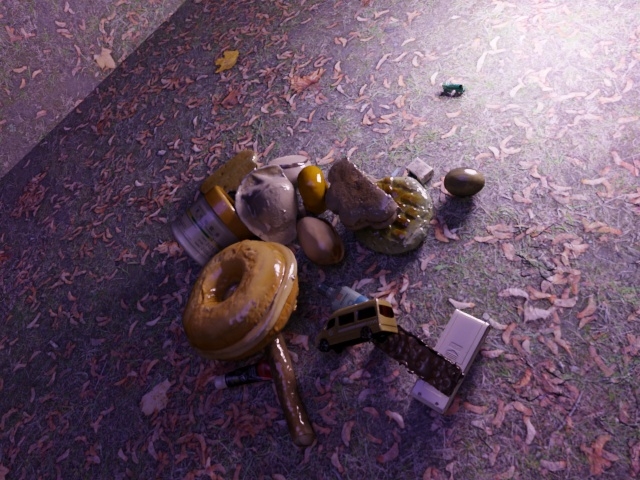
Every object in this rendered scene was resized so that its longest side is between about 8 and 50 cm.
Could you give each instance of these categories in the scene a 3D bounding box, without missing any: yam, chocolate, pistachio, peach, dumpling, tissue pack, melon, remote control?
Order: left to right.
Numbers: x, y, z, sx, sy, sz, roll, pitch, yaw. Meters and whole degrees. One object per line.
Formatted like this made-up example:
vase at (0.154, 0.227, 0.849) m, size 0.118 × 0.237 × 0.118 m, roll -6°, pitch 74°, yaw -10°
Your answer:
dumpling at (-0.184, -0.124, 1.697) m, size 0.227 × 0.175 × 0.243 m, roll -12°, pitch 55°, yaw -21°
yam at (-0.100, 0.447, 1.468) m, size 0.081 × 0.081 × 0.356 m, roll -29°, pitch 54°, yaw 6°
peach at (-0.023, -0.183, 1.736) m, size 0.103 × 0.179 × 0.179 m, roll -14°, pitch 57°, yaw 6°
pistachio at (0.000, 0.000, 1.646) m, size 0.144 × 0.144 × 0.215 m, roll -37°, pitch 56°, yaw 1°
chocolate at (0.263, 0.315, 1.342) m, size 0.329 × 0.065 × 0.102 m, roll 29°, pitch 91°, yaw 55°
tissue pack at (0.348, -0.243, 1.687) m, size 0.062 × 0.042 × 0.083 m, roll -41°, pitch 54°, yaw -5°
remote control at (0.362, 0.336, 1.341) m, size 0.103 × 0.055 × 0.277 m, roll 25°, pitch 77°, yaw 33°
melon at (0.467, -0.191, 1.571) m, size 0.131 × 0.098 × 0.098 m, roll 4°, pitch 64°, yaw 30°

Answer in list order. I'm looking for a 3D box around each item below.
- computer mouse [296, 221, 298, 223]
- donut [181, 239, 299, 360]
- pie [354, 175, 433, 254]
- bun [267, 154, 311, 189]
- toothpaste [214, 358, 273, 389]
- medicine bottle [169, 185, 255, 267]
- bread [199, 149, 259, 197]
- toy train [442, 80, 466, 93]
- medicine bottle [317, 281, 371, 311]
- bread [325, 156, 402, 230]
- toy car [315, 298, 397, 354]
computer mouse at (-0.131, -0.031, 1.776) m, size 0.135 × 0.047 × 0.079 m, roll -41°, pitch 59°, yaw -16°
donut at (-0.257, 0.187, 1.572) m, size 0.449 × 0.198 × 0.448 m, roll -24°, pitch 39°, yaw 22°
pie at (0.239, -0.091, 1.634) m, size 0.307 × 0.071 × 0.306 m, roll -12°, pitch 57°, yaw 18°
bun at (-0.115, -0.254, 1.849) m, size 0.173 × 0.119 × 0.172 m, roll -7°, pitch 24°, yaw 3°
toothpaste at (-0.246, 0.436, 1.564) m, size 0.194 × 0.045 × 0.071 m, roll -16°, pitch 57°, yaw 8°
medicine bottle at (-0.392, -0.044, 1.780) m, size 0.232 × 0.238 × 0.238 m, roll -40°, pitch 54°, yaw -1°
bread at (-0.362, -0.249, 1.997) m, size 0.287 × 0.056 × 0.207 m, roll -37°, pitch 51°, yaw 0°
toy train at (0.501, -0.575, 1.809) m, size 0.092 × 0.045 × 0.029 m, roll 17°, pitch 72°, yaw 33°
medicine bottle at (0.079, 0.195, 1.546) m, size 0.209 × 0.054 × 0.090 m, roll 28°, pitch 80°, yaw 33°
bread at (0.116, -0.142, 1.623) m, size 0.183 × 0.102 × 0.337 m, roll -43°, pitch 49°, yaw 3°
toy car at (0.097, 0.256, 1.428) m, size 0.257 × 0.101 × 0.124 m, roll -23°, pitch 62°, yaw 35°
